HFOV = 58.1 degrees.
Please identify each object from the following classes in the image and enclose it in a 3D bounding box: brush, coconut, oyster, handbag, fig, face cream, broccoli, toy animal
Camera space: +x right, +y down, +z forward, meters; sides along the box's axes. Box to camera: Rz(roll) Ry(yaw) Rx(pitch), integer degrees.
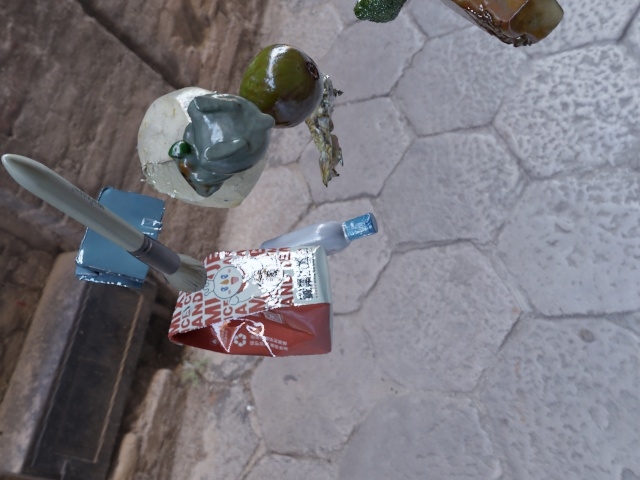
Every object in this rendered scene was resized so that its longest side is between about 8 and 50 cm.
[{"bbox_3d":[-0.180,-0.004,0.524,0.042,0.299,0.039,26,79,24],"label":"brush"},{"bbox_3d":[-0.323,-0.262,1.682,0.346,0.360,0.347,-5,82,35],"label":"coconut"},{"bbox_3d":[0.003,-0.310,1.605,0.107,0.355,0.201,6,42,8],"label":"oyster"},{"bbox_3d":[-0.408,-0.008,1.192,0.057,0.144,0.221,113,165,-47],"label":"handbag"},{"bbox_3d":[-0.109,-0.227,0.906,0.236,0.124,0.124,-8,58,28],"label":"fig"},{"bbox_3d":[0.000,0.000,1.645,0.336,0.163,0.080,-19,68,20],"label":"face cream"},{"bbox_3d":[0.148,-0.594,1.376,0.162,0.138,0.145,-43,25,-22],"label":"broccoli"},{"bbox_3d":[-0.128,0.117,1.073,0.298,0.151,0.171,-3,42,-3],"label":"handbag"},{"bbox_3d":[-0.152,-0.118,0.826,0.236,0.138,0.108,137,120,-66],"label":"toy animal"}]

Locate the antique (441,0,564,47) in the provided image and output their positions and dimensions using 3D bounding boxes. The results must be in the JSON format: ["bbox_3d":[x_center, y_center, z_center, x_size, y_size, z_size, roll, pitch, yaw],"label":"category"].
[{"bbox_3d":[0.293,-0.434,1.016,0.093,0.087,0.310,-48,39,19],"label":"antique"}]
